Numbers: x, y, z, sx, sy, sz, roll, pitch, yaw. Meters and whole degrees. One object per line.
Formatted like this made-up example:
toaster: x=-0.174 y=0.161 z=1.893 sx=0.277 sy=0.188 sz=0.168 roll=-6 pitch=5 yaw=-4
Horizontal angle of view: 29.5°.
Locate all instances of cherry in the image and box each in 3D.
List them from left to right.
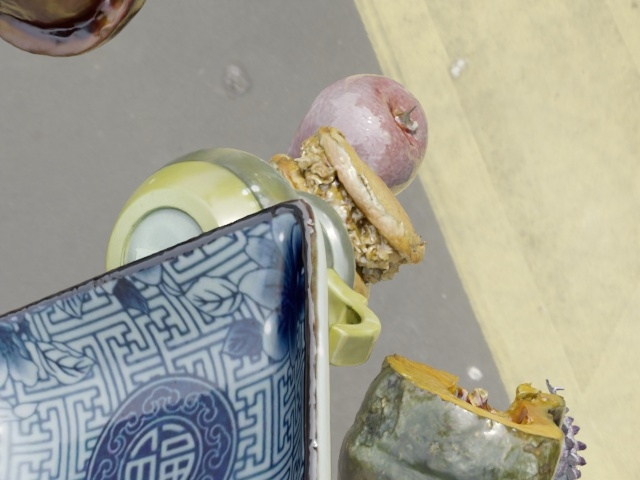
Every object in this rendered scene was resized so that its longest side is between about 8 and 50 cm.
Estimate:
cherry: x=0.059 y=-0.161 z=2.121 sx=0.221 sy=0.261 sz=0.307 roll=44 pitch=125 yaw=-5

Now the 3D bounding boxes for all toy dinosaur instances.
toy dinosaur: x=0.303 y=0.265 z=1.570 sx=0.082 sy=0.039 sz=0.209 roll=15 pitch=121 yaw=37

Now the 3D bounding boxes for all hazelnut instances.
hazelnut: x=-0.217 y=-0.244 z=0.949 sx=0.170 sy=0.160 sz=0.202 roll=-16 pitch=99 yaw=54

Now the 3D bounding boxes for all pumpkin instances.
pumpkin: x=0.128 y=0.196 z=1.164 sx=0.190 sy=0.280 sz=0.139 roll=20 pitch=95 yaw=12

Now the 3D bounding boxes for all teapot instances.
teapot: x=-0.035 y=0.023 z=0.662 sx=0.165 sy=0.119 sz=0.130 roll=29 pitch=103 yaw=31

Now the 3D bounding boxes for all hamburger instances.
hamburger: x=0.004 y=-0.008 z=1.523 sx=0.211 sy=0.245 sz=0.261 roll=-31 pitch=48 yaw=5

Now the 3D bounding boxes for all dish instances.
dish: x=-0.086 y=0.104 z=0.575 sx=0.243 sy=0.080 sz=0.182 roll=-20 pitch=49 yaw=23
